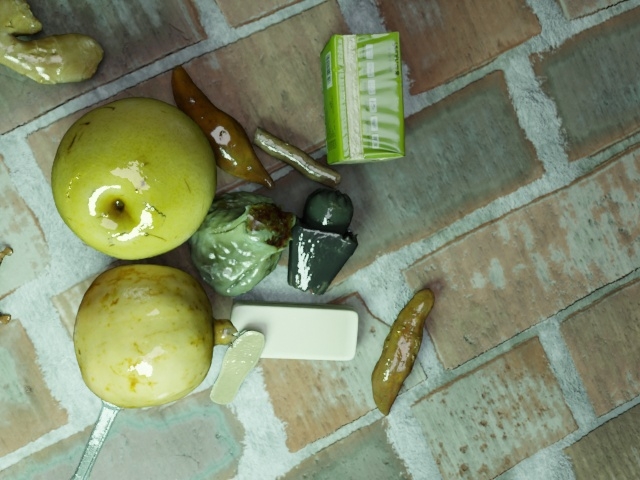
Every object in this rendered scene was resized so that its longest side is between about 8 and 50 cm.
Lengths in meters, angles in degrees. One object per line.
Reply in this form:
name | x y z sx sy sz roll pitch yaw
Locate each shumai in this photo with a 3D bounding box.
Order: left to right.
shumai | -0.188 0.010 1.387 0.225 0.222 0.260 27 94 -12

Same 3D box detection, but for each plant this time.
plant | 0.000 0.000 1.453 0.165 0.142 0.255 14 96 -8

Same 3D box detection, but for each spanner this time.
spanner | -0.543 0.491 1.466 0.071 0.017 0.301 22 90 -10

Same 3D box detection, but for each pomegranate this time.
pomegranate | -0.355 0.202 1.330 0.343 0.342 0.342 -1 94 -9

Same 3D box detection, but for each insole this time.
insole | -0.202 0.307 1.454 0.081 0.011 0.247 19 117 -16

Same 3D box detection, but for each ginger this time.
ginger | -0.694 -0.450 1.280 0.348 0.122 0.363 -42 109 -33

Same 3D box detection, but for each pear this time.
pear | -0.389 -0.130 1.286 0.349 0.348 0.348 -1 94 -9

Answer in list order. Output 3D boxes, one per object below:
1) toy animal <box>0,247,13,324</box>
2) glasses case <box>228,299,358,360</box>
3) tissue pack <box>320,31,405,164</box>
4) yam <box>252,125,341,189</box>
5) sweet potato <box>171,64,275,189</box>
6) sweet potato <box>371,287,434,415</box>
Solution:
toy animal | -0.762 0.093 1.351 0.114 0.116 0.255 2 93 -11
glasses case | -0.066 0.221 1.492 0.313 0.070 0.131 3 94 -9
tissue pack | 0.096 -0.319 1.413 0.168 0.200 0.274 -5 95 -7
yam | -0.057 -0.199 1.474 0.241 0.057 0.056 30 89 -8
sweet potato | -0.237 -0.247 1.414 0.112 0.112 0.359 -45 103 -3
sweet potato | 0.198 0.283 1.525 0.106 0.095 0.354 14 97 -50
